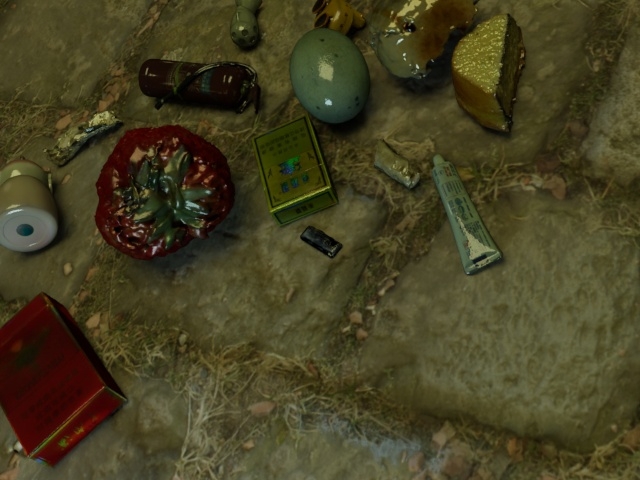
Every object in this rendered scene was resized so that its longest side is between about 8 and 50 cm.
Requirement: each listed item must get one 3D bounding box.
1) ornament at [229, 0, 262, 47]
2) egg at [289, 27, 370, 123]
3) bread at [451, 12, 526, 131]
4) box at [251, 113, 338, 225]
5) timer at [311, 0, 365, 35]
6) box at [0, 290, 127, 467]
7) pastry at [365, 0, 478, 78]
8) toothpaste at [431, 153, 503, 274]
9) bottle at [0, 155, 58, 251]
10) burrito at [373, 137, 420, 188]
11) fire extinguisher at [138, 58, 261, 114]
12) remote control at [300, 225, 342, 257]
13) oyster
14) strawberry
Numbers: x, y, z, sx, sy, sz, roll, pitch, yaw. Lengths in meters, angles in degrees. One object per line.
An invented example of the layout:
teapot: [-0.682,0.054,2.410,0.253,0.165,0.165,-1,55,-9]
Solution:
ornament: [-0.188,-0.548,2.025,0.075,0.081,0.156,-9,53,20]
egg: [0.019,-0.360,1.769,0.169,0.169,0.236,-21,54,9]
bread: [0.334,-0.342,1.661,0.134,0.129,0.260,-5,57,28]
box: [-0.057,-0.152,1.737,0.141,0.064,0.220,-22,53,7]
timer: [0.040,-0.513,1.918,0.107,0.109,0.107,-27,53,42]
box: [-0.555,0.275,1.656,0.197,0.089,0.313,-43,55,-5]
pastry: [0.206,-0.483,1.729,0.256,0.170,0.237,-43,24,10]
toothpaste: [0.268,-0.061,1.563,0.069,0.047,0.268,-12,57,-8]
bottle: [-0.699,-0.100,1.917,0.147,0.147,0.236,-27,47,5]
burrito: [0.150,-0.157,1.672,0.055,0.041,0.149,-30,49,-15]
fire extinguisher: [-0.278,-0.361,1.933,0.341,0.105,0.141,12,80,28]
remote control: [0.000,0.000,1.651,0.096,0.014,0.039,32,75,33]
oyster: [-0.586,-0.262,2.034,0.200,0.061,0.106,-22,37,5]
strawberry: [-0.345,-0.122,1.732,0.312,0.267,0.351,-34,29,6]
